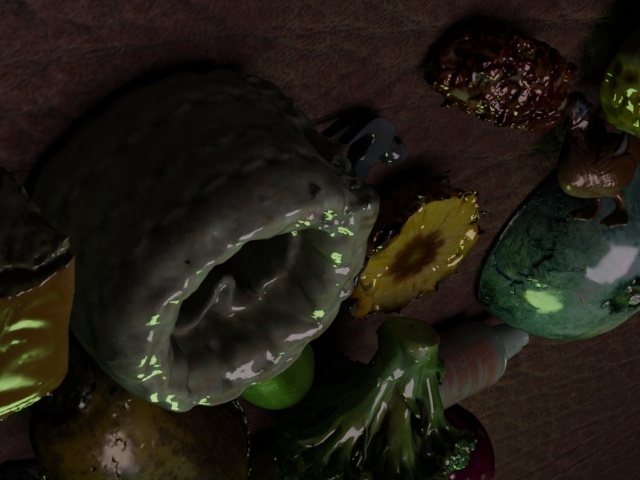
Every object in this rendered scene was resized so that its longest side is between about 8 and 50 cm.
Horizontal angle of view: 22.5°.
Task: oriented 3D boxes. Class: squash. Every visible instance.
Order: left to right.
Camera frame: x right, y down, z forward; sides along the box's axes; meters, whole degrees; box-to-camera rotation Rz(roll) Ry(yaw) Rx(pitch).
[{"bbox_3d":[-0.078,0.109,1.752,0.107,0.107,0.395,-42,154,-3],"label":"squash"}]

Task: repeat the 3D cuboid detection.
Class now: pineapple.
[{"bbox_3d":[0.094,0.001,1.868,0.225,0.076,0.225,-31,150,-21],"label":"pineapple"}]

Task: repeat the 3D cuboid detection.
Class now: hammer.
[{"bbox_3d":[0.000,0.000,1.657,0.290,0.037,0.137,-65,152,-8],"label":"hammer"}]

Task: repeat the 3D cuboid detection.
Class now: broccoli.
[{"bbox_3d":[0.060,0.210,1.945,0.269,0.254,0.269,-57,167,-20],"label":"broccoli"}]

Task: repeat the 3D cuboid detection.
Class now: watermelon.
[{"bbox_3d":[0.350,0.037,2.185,0.188,0.175,0.322,-10,138,-51],"label":"watermelon"}]

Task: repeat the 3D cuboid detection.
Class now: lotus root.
[{"bbox_3d":[-0.182,0.209,1.655,0.397,0.179,0.196,50,49,-60],"label":"lotus root"}]

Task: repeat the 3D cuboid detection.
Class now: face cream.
[{"bbox_3d":[0.206,0.166,2.265,0.251,0.101,0.101,-21,147,-40],"label":"face cream"}]

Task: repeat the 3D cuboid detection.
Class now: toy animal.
[{"bbox_3d":[0.361,-0.117,2.053,0.188,0.089,0.179,-31,119,-40],"label":"toy animal"}]

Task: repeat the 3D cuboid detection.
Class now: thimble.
[{"bbox_3d":[-0.104,-0.003,1.426,0.291,0.195,0.291,-33,153,-19],"label":"thimble"}]

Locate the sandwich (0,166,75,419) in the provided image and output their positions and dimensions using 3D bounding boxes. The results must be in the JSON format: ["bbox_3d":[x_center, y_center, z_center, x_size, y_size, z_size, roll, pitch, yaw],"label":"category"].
[{"bbox_3d":[-0.323,0.049,1.243,0.227,0.155,0.198,-27,148,-31],"label":"sandwich"}]

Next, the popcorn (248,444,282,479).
[{"bbox_3d":[-0.028,0.401,2.125,0.293,0.237,0.293,-30,135,-34],"label":"popcorn"}]

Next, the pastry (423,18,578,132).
[{"bbox_3d":[0.198,-0.172,1.735,0.208,0.097,0.115,12,111,-59],"label":"pastry"}]

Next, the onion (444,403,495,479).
[{"bbox_3d":[0.147,0.337,2.308,0.230,0.272,0.256,-58,-173,13],"label":"onion"}]

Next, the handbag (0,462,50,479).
[{"bbox_3d":[-0.345,0.440,1.829,0.416,0.180,0.316,-48,147,22],"label":"handbag"}]

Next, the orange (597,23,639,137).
[{"bbox_3d":[0.488,-0.248,1.910,0.271,0.210,0.369,-24,151,-40],"label":"orange"}]
